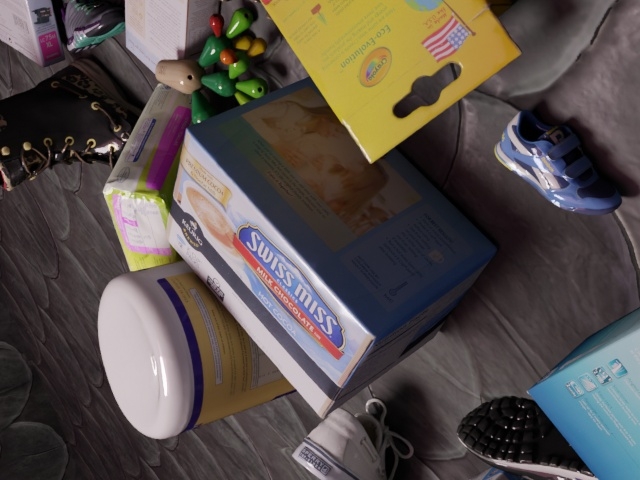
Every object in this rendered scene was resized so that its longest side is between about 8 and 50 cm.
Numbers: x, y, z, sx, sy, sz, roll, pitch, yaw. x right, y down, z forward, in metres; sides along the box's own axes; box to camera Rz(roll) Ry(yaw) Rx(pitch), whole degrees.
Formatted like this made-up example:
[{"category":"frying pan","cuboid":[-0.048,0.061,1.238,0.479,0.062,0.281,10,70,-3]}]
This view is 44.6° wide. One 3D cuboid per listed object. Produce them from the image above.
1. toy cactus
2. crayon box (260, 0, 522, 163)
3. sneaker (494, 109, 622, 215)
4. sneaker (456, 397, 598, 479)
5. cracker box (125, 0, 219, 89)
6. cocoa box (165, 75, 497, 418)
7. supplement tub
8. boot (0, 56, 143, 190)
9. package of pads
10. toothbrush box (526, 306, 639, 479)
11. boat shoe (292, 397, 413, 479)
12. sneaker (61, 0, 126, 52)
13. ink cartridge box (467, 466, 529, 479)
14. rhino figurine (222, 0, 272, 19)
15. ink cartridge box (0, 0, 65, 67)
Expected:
[{"category":"toy cactus","cuboid":[-0.160,-0.222,1.109,0.181,0.112,0.218,16,111,25]},{"category":"crayon box","cuboid":[0.047,-0.265,0.802,0.202,0.081,0.318,-34,88,33]},{"category":"sneaker","cuboid":[0.241,-0.079,0.788,0.144,0.053,0.059,39,141,26]},{"category":"sneaker","cuboid":[0.295,0.291,0.980,0.283,0.107,0.124,5,127,53]},{"category":"cracker box","cuboid":[-0.226,-0.353,1.177,0.156,0.067,0.232,44,144,22]},{"category":"cocoa box","cuboid":[0.000,0.000,1.009,0.347,0.232,0.228,47,145,18]},{"category":"supplement tub","cuboid":[-0.136,0.136,1.176,0.241,0.332,0.240,19,115,49]},{"category":"boot","cuboid":[-0.454,-0.166,1.435,0.377,0.284,0.138,48,147,18]},{"category":"package of pads","cuboid":[-0.237,-0.062,1.243,0.101,0.229,0.296,10,146,7]},{"category":"toothbrush box","cuboid":[0.374,0.151,0.728,0.216,0.126,0.295,52,148,12]},{"category":"boat shoe","cuboid":[0.071,0.343,1.303,0.136,0.156,0.367,31,168,29]},{"category":"sneaker","cuboid":[-0.414,-0.400,1.383,0.224,0.083,0.098,0,111,54]},{"category":"ink cartridge box","cuboid":[0.221,0.462,1.060,0.197,0.270,0.198,50,147,13]},{"category":"rhino figurine","cuboid":[-0.035,-0.321,0.939,0.243,0.073,0.106,28,126,34]},{"category":"ink cartridge box","cuboid":[-0.593,-0.509,1.506,0.186,0.065,0.311,33,142,34]}]
